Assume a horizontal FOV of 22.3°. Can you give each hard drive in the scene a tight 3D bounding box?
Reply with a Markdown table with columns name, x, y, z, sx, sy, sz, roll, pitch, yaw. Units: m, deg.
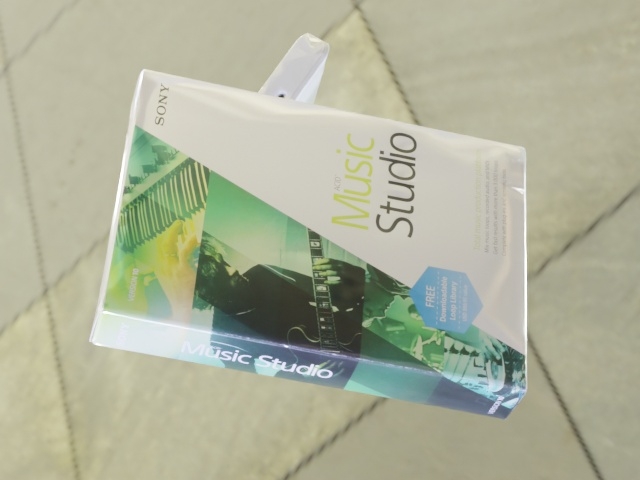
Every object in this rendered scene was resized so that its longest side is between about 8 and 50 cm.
| name | x | y | z | sx | sy | sz | roll | pitch | yaw |
| --- | --- | --- | --- | --- | --- | --- | --- | --- | --- |
| hard drive | -0.077 | -0.064 | 1.787 | 0.203 | 0.040 | 0.307 | -56 | -8 | -32 |

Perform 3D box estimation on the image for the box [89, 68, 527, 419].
| name | x | y | z | sx | sy | sz | roll | pitch | yaw |
| --- | --- | --- | --- | --- | --- | --- | --- | --- | --- |
| box | 0.000 | 0.000 | 1.248 | 0.058 | 0.322 | 0.232 | 111 | 166 | -53 |
